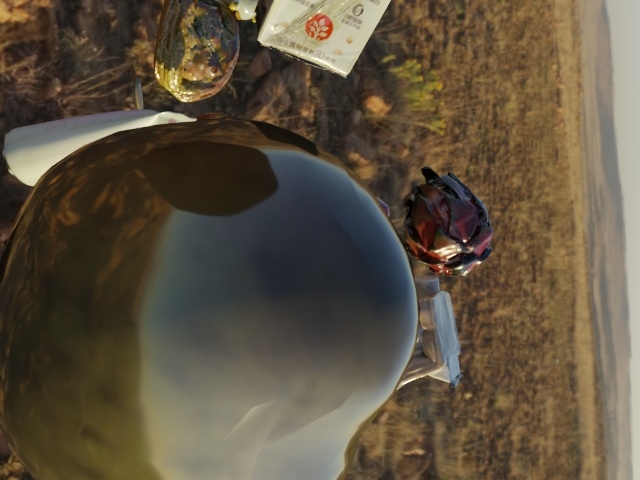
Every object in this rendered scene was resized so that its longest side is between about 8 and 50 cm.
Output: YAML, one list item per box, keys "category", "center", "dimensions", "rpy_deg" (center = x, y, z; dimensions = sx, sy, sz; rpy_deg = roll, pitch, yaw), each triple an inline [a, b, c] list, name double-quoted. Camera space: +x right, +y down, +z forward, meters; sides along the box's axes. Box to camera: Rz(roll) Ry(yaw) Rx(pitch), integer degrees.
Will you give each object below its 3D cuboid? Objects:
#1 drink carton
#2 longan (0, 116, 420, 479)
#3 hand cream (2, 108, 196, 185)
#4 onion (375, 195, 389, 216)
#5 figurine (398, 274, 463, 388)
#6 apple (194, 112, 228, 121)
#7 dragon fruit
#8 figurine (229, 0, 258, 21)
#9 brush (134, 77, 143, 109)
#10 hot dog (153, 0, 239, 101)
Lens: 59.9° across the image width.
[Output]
- category: "drink carton"
  center: [0.031, -0.476, 0.965]
  dimensions: [0.194, 0.324, 0.132]
  rpy_deg: [14, 44, -25]
- category: "longan"
  center: [-0.107, 0.080, 0.515]
  dimensions: [0.336, 0.405, 0.404]
  rpy_deg: [-30, 114, -59]
- category: "hand cream"
  center: [-0.437, -0.200, 1.102]
  dimensions: [0.185, 0.359, 0.117]
  rpy_deg: [-50, 127, -82]
- category: "onion"
  center: [0.123, -0.057, 1.423]
  dimensions: [0.104, 0.115, 0.115]
  rpy_deg: [51, -6, 47]
- category: "figurine"
  center: [0.063, 0.141, 0.732]
  dimensions: [0.163, 0.237, 0.141]
  rpy_deg: [-8, 79, -63]
- category: "apple"
  center: [-0.360, -0.286, 1.898]
  dimensions: [0.317, 0.288, 0.288]
  rpy_deg: [39, 53, -36]
- category: "dragon fruit"
  center: [0.235, -0.024, 1.048]
  dimensions: [0.189, 0.182, 0.182]
  rpy_deg: [26, 53, -9]
- category: "figurine"
  center: [-0.167, -0.572, 1.272]
  dimensions: [0.101, 0.068, 0.143]
  rpy_deg: [-62, 174, -52]
- category: "brush"
  center: [-0.480, -0.334, 1.490]
  dimensions: [0.070, 0.021, 0.196]
  rpy_deg: [-41, 132, -66]
- category: "hot dog"
  center: [-0.281, -0.449, 1.242]
  dimensions: [0.196, 0.122, 0.272]
  rpy_deg: [25, 66, -47]
